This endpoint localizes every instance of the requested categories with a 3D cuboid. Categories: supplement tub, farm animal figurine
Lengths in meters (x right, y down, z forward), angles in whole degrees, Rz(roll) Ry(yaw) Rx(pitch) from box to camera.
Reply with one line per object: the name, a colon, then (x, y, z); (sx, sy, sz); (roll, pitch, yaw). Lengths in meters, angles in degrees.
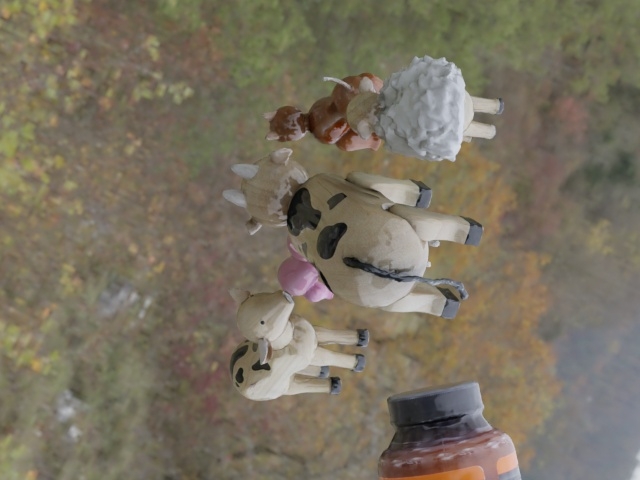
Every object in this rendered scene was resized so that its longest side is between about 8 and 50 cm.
supplement tub: (0.102, 0.206, 0.911); (0.106, 0.106, 0.198); (16, 64, -80)
farm animal figurine: (0.000, 0.000, 1.120); (0.327, 0.172, 0.330); (10, -88, 63)
